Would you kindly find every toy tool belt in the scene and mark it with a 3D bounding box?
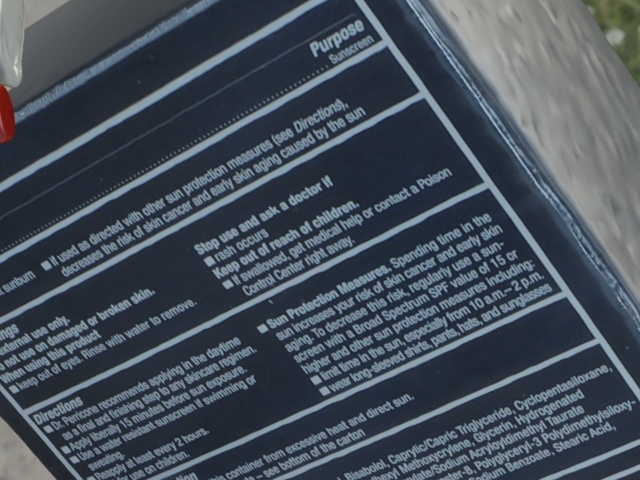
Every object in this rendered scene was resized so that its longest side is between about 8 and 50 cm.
[{"bbox_3d":[-0.125,-0.061,0.569,0.051,0.052,0.083,-9,54,6],"label":"toy tool belt"}]

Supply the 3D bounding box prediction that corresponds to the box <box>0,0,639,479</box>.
[{"bbox_3d":[0.000,0.000,0.808,0.294,0.296,0.183,53,30,-20],"label":"box"}]
